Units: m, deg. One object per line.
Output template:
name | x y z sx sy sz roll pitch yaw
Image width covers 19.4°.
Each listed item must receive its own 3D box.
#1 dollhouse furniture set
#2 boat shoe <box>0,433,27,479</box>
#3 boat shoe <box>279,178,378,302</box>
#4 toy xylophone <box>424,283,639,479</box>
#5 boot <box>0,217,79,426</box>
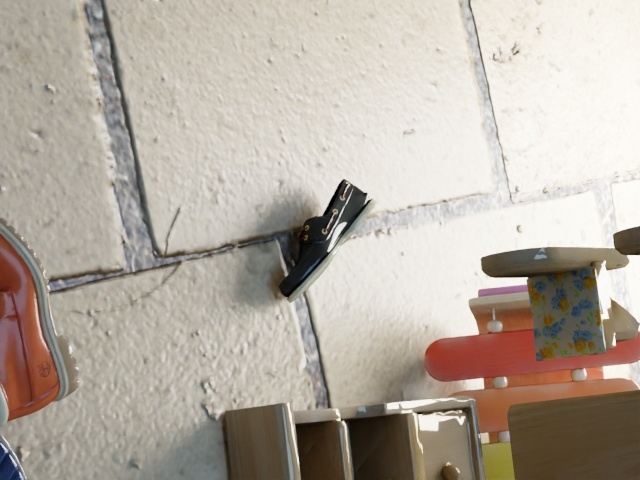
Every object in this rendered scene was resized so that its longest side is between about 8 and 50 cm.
dollhouse furniture set | 0.155 0.190 1.484 0.256 0.394 0.362 0 81 -48
boat shoe | -0.270 0.139 1.271 0.183 0.066 0.066 52 45 -19
boat shoe | -0.001 0.001 1.621 0.042 0.049 0.133 38 57 -2
toy xylophone | 0.237 0.189 1.721 0.081 0.236 0.323 7 69 -79
boot | -0.235 0.056 1.339 0.084 0.059 0.158 -31 106 -42
